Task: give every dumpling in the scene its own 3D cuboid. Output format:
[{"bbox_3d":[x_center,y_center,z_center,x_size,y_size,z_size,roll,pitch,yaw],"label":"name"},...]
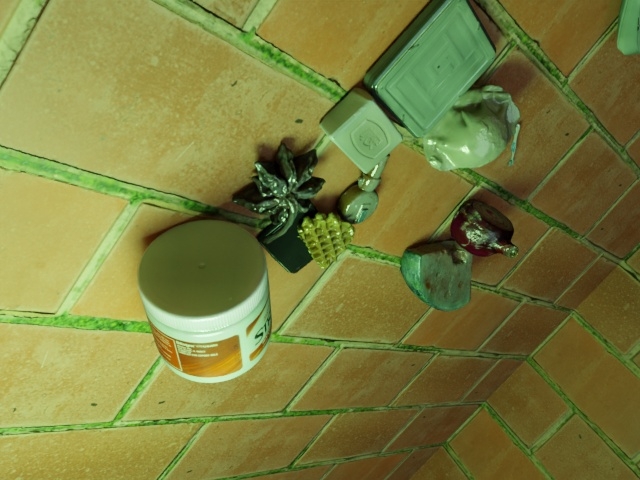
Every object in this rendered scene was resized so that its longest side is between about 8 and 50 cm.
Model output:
[{"bbox_3d":[0.356,-0.271,1.577,0.258,0.147,0.193,-33,116,-1],"label":"dumpling"}]

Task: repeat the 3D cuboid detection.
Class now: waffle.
[{"bbox_3d":[0.000,0.000,1.566,0.192,0.046,0.160,12,131,-46],"label":"waffle"}]

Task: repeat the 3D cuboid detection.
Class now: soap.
[{"bbox_3d":[0.090,-0.234,1.412,0.121,0.064,0.183,-43,146,9],"label":"soap"}]

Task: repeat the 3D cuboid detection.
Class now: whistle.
[{"bbox_3d":[0.107,-0.118,1.570,0.107,0.057,0.220,-4,130,-40],"label":"whistle"}]

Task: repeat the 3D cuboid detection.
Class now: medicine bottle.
[{"bbox_3d":[-0.227,0.126,1.346,0.252,0.252,0.241,-26,144,-20],"label":"medicine bottle"}]

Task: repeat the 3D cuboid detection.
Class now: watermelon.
[{"bbox_3d":[0.346,0.079,2.005,0.318,0.148,0.226,37,83,-42],"label":"watermelon"}]

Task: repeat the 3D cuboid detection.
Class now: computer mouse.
[{"bbox_3d":[0.817,-0.606,1.667,0.159,0.097,0.288,-29,134,-14],"label":"computer mouse"}]

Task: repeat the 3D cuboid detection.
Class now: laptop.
[{"bbox_3d":[-0.051,-0.003,1.575,0.154,0.026,0.207,-40,147,-2],"label":"laptop"}]

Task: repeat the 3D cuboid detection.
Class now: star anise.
[{"bbox_3d":[-0.079,-0.093,1.386,0.209,0.089,0.231,-22,132,-12],"label":"star anise"}]

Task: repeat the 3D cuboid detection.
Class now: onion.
[{"bbox_3d":[0.484,-0.010,1.919,0.195,0.218,0.140,16,119,-50],"label":"onion"}]

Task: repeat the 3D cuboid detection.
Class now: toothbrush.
[{"bbox_3d":[0.547,-0.270,1.867,0.017,0.014,0.162,-46,151,-27],"label":"toothbrush"}]

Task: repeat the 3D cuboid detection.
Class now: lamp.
[{"bbox_3d":[0.242,-0.370,1.417,0.266,0.047,0.269,-48,146,10],"label":"lamp"}]
